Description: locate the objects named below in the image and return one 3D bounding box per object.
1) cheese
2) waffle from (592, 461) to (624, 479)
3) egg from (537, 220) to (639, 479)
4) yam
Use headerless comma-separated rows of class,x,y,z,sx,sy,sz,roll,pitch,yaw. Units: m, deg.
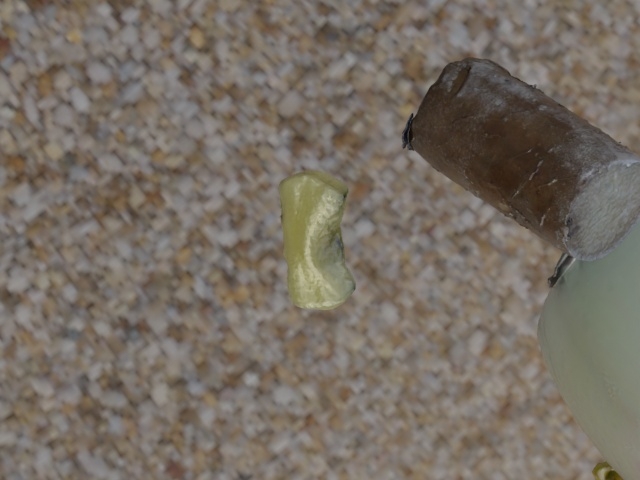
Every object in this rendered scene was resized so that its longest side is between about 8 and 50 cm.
cheese,0.000,0.000,1.005,0.030,0.044,0.083,-29,118,-52
waffle,0.351,0.302,1.555,0.060,0.280,0.262,-10,97,-46
egg,0.391,0.102,1.330,0.354,0.340,0.354,-28,152,-16
yam,0.122,-0.050,1.039,0.079,0.141,0.079,-30,140,-28
